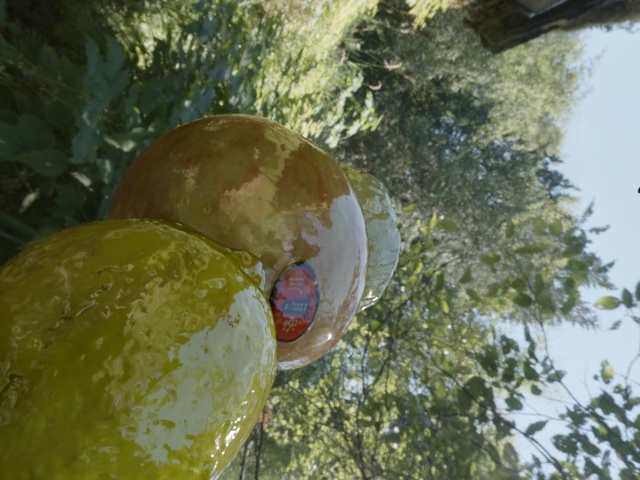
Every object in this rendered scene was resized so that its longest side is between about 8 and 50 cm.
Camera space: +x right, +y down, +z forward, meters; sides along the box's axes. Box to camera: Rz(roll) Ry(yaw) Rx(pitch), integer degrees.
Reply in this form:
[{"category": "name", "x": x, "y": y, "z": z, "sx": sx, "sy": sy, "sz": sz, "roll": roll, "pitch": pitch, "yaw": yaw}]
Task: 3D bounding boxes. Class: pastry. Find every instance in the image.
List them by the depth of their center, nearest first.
[{"category": "pastry", "x": 0.000, "y": 0.000, "z": 1.062, "sx": 0.388, "sy": 0.313, "sz": 0.388, "roll": -175, "pitch": -90, "yaw": -71}]

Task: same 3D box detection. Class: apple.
[{"category": "apple", "x": -0.119, "y": 0.001, "z": 0.694, "sx": 0.391, "sy": 0.391, "sz": 0.346, "roll": 147, "pitch": -40, "yaw": -65}]

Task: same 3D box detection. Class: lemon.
[{"category": "lemon", "x": -0.171, "y": 0.109, "z": 0.379, "sx": 0.284, "sy": 0.260, "sz": 0.260, "roll": -46, "pitch": -164, "yaw": 9}]

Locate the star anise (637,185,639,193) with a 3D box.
[{"category": "star anise", "x": 0.330, "y": -0.080, "z": 0.324, "sx": 0.148, "sy": 0.346, "sz": 0.237, "roll": -29, "pitch": -111, "yaw": 45}]
